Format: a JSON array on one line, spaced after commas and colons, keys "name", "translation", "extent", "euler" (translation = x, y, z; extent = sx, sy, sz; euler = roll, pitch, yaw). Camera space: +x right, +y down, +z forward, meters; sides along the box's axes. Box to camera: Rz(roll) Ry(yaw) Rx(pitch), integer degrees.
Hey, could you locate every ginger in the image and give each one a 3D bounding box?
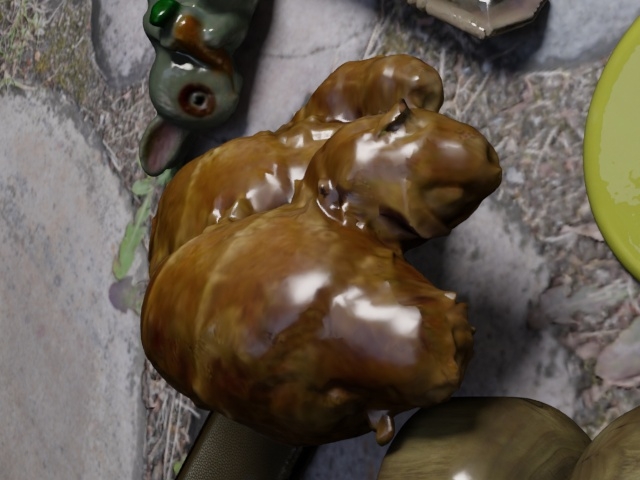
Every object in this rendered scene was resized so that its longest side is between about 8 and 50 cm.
[{"name": "ginger", "translation": [0.000, 0.008, 0.697], "extent": [0.274, 0.152, 0.357], "euler": [-35, 27, 11]}]

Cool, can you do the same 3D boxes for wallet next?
[{"name": "wallet", "translation": [-0.078, 0.211, 0.862], "extent": [0.110, 0.031, 0.198], "euler": [41, 110, 37]}]

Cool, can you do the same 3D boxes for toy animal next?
[{"name": "toy animal", "translation": [-0.104, -0.170, 0.907], "extent": [0.108, 0.138, 0.236], "euler": [14, 119, 28]}]

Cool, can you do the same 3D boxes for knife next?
[{"name": "knife", "translation": [0.032, -0.248, 0.807], "extent": [0.089, 0.043, 0.365], "euler": [-45, 52, -8]}]

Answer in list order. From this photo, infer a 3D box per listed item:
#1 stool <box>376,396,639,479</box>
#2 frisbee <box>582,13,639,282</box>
[{"name": "stool", "translation": [0.180, 0.172, 0.538], "extent": [0.264, 0.179, 0.179], "euler": [-8, 78, 42]}, {"name": "frisbee", "translation": [0.263, -0.066, 0.606], "extent": [0.236, 0.017, 0.236], "euler": [-7, 80, 42]}]
